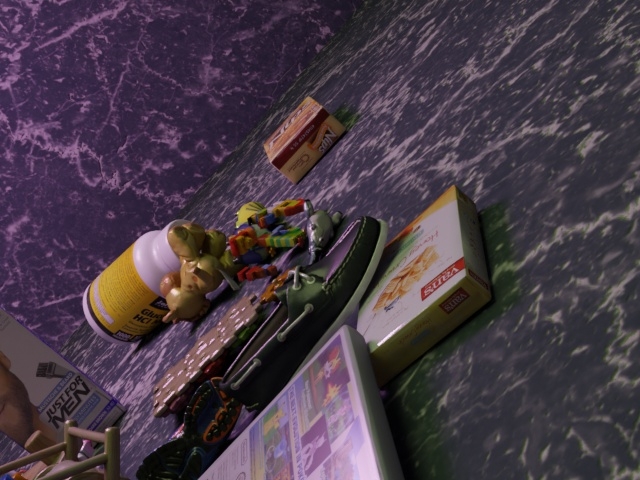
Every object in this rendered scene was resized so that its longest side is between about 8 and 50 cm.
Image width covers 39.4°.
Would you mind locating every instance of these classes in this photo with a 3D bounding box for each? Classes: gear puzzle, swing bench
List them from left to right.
[{"bbox_3d":[-0.328,0.380,1.143,0.165,0.254,0.253,-17,1,-28],"label":"swing bench"},{"bbox_3d":[-0.156,0.171,1.536,0.339,0.044,0.175,-45,13,-3],"label":"gear puzzle"}]

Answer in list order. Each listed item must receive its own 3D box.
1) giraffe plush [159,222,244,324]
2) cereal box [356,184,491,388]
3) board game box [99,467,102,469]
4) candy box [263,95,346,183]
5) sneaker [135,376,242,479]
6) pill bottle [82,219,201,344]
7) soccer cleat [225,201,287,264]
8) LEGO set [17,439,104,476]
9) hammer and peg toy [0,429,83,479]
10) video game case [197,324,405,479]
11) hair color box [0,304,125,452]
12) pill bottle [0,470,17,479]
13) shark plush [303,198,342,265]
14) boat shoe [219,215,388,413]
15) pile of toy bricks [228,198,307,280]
[{"bbox_3d":[-0.267,0.088,1.888,0.170,0.181,0.210,-52,46,24],"label":"giraffe plush"},{"bbox_3d":[0.116,0.048,1.054,0.173,0.047,0.240,-43,15,22],"label":"cereal box"},{"bbox_3d":[-0.403,0.485,1.397,0.165,0.042,0.243,-45,15,11],"label":"board game box"},{"bbox_3d":[-0.046,-0.257,2.234,0.183,0.087,0.316,-46,15,5],"label":"candy box"},{"bbox_3d":[-0.169,0.282,1.225,0.221,0.083,0.087,-51,-13,7],"label":"sneaker"},{"bbox_3d":[-0.403,0.096,2.127,0.334,0.188,0.188,-38,17,33],"label":"pill bottle"},{"bbox_3d":[-0.123,-0.021,1.889,0.121,0.093,0.289,-17,16,6],"label":"soccer cleat"},{"bbox_3d":[-0.491,0.430,1.614,0.287,0.132,0.107,-15,22,23],"label":"LEGO set"},{"bbox_3d":[-0.502,0.476,1.365,0.266,0.127,0.361,-38,17,26],"label":"hammer and peg toy"},{"bbox_3d":[-0.043,0.267,0.873,0.300,0.036,0.329,-48,18,14],"label":"video game case"},{"bbox_3d":[-0.584,0.302,1.798,0.185,0.339,0.110,-51,14,-13],"label":"hair color box"},{"bbox_3d":[-0.717,0.563,1.914,0.246,0.130,0.130,-29,23,53],"label":"pill bottle"},{"bbox_3d":[0.000,0.000,1.565,0.161,0.073,0.067,-101,31,-47],"label":"shark plush"},{"bbox_3d":[-0.022,0.089,1.134,0.302,0.091,0.114,-59,9,3],"label":"boat shoe"},{"bbox_3d":[-0.074,-0.002,1.668,0.105,0.118,0.212,-3,21,30],"label":"pile of toy bricks"}]
